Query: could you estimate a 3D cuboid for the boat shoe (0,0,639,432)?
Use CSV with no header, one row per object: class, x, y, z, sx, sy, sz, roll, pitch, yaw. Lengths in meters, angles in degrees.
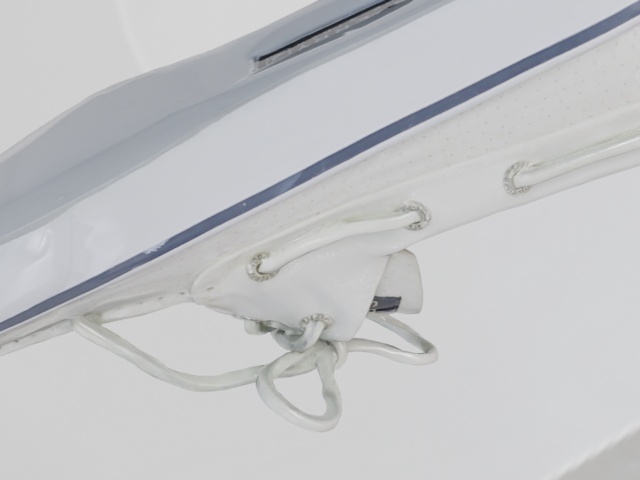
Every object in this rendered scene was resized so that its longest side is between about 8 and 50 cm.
boat shoe,0.001,-0.004,0.607,0.367,0.156,0.136,-25,21,6
